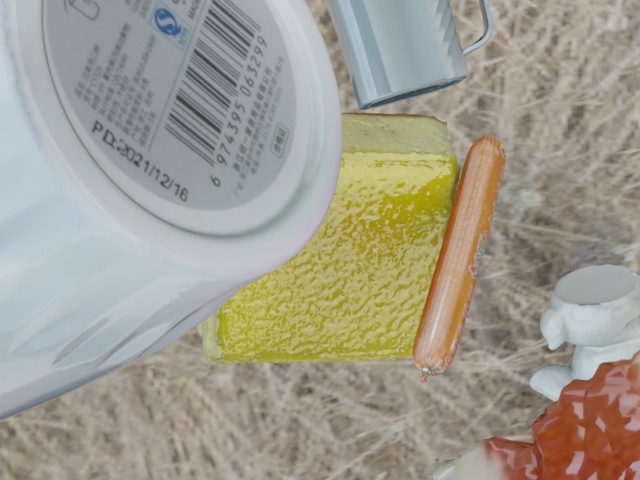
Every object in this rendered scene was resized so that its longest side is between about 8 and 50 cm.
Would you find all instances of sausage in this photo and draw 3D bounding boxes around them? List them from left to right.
[{"bbox_3d":[0.172,0.015,1.735,0.053,0.053,0.347,3,62,31],"label":"sausage"}]

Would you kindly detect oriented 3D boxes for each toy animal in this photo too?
[{"bbox_3d":[0.371,0.139,1.917,0.127,0.179,0.193,33,132,57],"label":"toy animal"}]

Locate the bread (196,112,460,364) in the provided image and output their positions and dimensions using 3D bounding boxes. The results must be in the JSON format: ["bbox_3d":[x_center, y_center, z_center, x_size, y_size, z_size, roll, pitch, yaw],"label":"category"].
[{"bbox_3d":[0.000,0.000,1.853,0.143,0.333,0.323,-112,26,-59],"label":"bread"}]

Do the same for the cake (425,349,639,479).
[{"bbox_3d":[0.240,0.217,0.746,0.319,0.269,0.270,-34,46,24],"label":"cake"}]

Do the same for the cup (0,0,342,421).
[{"bbox_3d":[-0.186,-0.031,0.767,0.371,0.253,0.253,-23,82,41],"label":"cup"}]

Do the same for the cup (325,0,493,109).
[{"bbox_3d":[0.072,-0.182,1.132,0.128,0.095,0.129,-15,91,-6],"label":"cup"}]
